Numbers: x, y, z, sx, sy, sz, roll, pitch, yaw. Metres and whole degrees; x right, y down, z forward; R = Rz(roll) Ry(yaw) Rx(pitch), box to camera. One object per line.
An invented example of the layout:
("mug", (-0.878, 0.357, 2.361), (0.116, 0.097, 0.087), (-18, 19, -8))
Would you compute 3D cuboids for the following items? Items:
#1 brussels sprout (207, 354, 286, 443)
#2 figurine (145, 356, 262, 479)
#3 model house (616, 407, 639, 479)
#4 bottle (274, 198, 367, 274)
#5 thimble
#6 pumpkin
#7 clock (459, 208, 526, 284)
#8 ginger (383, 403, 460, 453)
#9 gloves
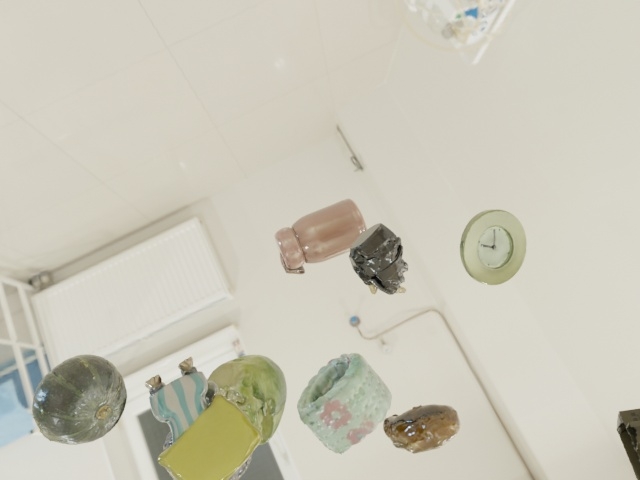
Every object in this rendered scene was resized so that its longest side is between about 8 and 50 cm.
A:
("brussels sprout", (-0.283, 0.595, 2.079), (0.276, 0.314, 0.371), (-3, 130, 22))
("figurine", (-0.373, 0.560, 1.597), (0.266, 0.361, 0.377), (-26, 170, -26))
("model house", (1.079, 0.609, 1.652), (0.244, 0.211, 0.204), (-13, 136, 11))
("bottle", (0.000, 0.000, 1.801), (0.297, 0.173, 0.206), (-22, 136, -9))
("thimble", (0.050, 0.379, 1.255), (0.211, 0.149, 0.185), (-45, -169, -33))
("pumpkin", (-0.491, 0.328, 1.106), (0.146, 0.190, 0.190), (6, -173, 41))
("clock", (0.531, 0.020, 1.656), (0.235, 0.234, 0.029), (-21, -170, -17))
("ginger", (0.368, 0.712, 2.039), (0.321, 0.165, 0.172), (-18, -166, 30))
("gloves", (0.169, 0.066, 1.417), (0.164, 0.203, 0.124), (-40, -166, 20))
